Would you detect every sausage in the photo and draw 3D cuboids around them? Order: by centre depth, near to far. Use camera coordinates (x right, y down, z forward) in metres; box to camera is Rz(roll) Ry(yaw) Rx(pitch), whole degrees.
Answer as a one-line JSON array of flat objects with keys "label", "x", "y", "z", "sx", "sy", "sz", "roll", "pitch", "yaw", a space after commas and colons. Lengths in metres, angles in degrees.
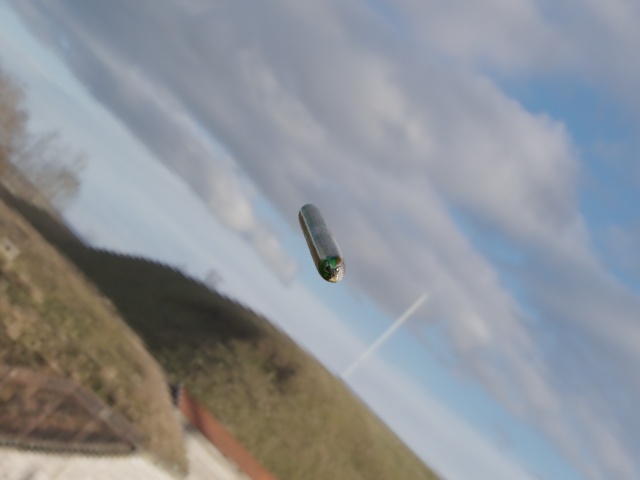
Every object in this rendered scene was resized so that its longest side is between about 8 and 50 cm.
[{"label": "sausage", "x": 0.000, "y": 0.000, "z": 1.544, "sx": 0.033, "sy": 0.033, "sz": 0.269, "roll": 48, "pitch": 5, "yaw": -16}]
